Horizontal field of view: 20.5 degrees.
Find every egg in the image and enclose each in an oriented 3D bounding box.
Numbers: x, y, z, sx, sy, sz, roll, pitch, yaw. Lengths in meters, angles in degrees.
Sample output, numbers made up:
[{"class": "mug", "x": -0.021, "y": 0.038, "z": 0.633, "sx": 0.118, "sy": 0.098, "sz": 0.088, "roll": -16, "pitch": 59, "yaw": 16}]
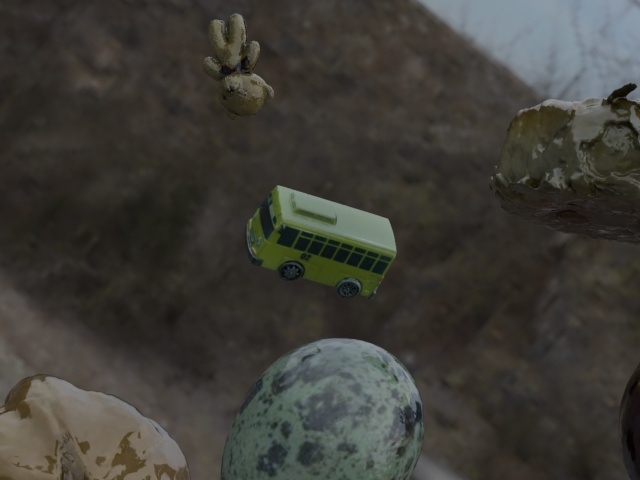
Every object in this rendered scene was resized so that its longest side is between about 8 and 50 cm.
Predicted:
[{"class": "egg", "x": -0.001, "y": 0.150, "z": 1.289, "sx": 0.132, "sy": 0.172, "sz": 0.132, "roll": 40, "pitch": 3, "yaw": -2}]

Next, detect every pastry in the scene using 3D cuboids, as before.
[{"class": "pastry", "x": 0.349, "y": -0.080, "z": 2.095, "sx": 0.330, "sy": 0.136, "sz": 0.329, "roll": 9, "pitch": -10, "yaw": 2}]

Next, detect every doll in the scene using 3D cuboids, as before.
[{"class": "doll", "x": -0.081, "y": -0.164, "z": 1.684, "sx": 0.051, "sy": 0.061, "sz": 0.093, "roll": 41, "pitch": 36, "yaw": -56}]

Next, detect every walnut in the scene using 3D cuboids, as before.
[{"class": "walnut", "x": -0.346, "y": 0.357, "z": 2.336, "sx": 0.383, "sy": 0.383, "sz": 0.383, "roll": 40, "pitch": 6, "yaw": -5}]

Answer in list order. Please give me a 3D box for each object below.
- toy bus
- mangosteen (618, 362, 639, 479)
[{"class": "toy bus", "x": 0.000, "y": 0.000, "z": 2.227, "sx": 0.175, "sy": 0.101, "sz": 0.088, "roll": 17, "pitch": 35, "yaw": -21}, {"class": "mangosteen", "x": 0.397, "y": 0.208, "z": 1.607, "sx": 0.231, "sy": 0.231, "sz": 0.289, "roll": -90, "pitch": 163, "yaw": -83}]
